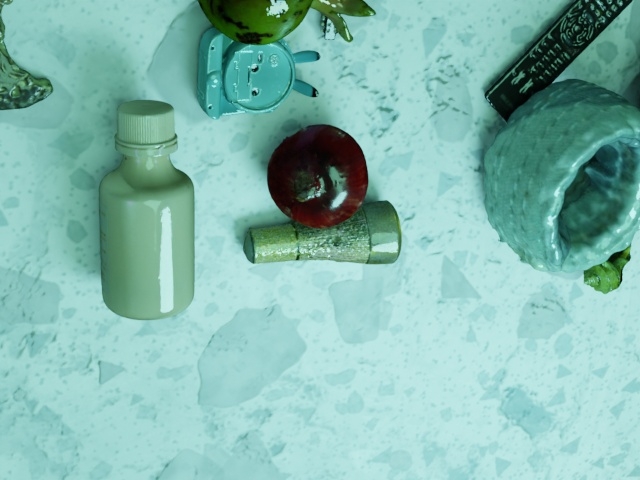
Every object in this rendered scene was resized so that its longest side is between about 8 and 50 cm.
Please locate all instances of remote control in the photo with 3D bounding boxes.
[{"bbox_3d":[0.315,-0.260,1.534,0.245,0.025,0.063,-45,120,3],"label":"remote control"}]

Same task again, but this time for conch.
[{"bbox_3d":[0.413,0.024,1.668,0.121,0.074,0.089,-38,147,-28],"label":"conch"}]

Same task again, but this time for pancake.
[{"bbox_3d":[-0.368,-0.236,1.279,0.184,0.020,0.191,15,107,-26],"label":"pancake"}]

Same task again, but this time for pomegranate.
[{"bbox_3d":[-0.039,-0.288,1.302,0.220,0.156,0.156,16,106,-12],"label":"pomegranate"}]

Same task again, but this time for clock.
[{"bbox_3d":[-0.073,-0.201,1.396,0.147,0.045,0.108,-5,115,-20],"label":"clock"}]

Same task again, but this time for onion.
[{"bbox_3d":[-0.004,-0.078,1.435,0.131,0.131,0.131,-8,115,-18],"label":"onion"}]

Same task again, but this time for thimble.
[{"bbox_3d":[0.331,-0.077,1.524,0.204,0.172,0.250,21,108,-35],"label":"thimble"}]

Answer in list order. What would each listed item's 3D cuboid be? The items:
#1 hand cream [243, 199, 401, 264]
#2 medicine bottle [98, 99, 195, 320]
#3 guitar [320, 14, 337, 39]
[{"bbox_3d":[0.000,0.000,1.502,0.203,0.084,0.084,-7,115,-11],"label":"hand cream"},{"bbox_3d":[-0.205,-0.038,1.376,0.114,0.114,0.252,-6,114,-19],"label":"medicine bottle"},{"bbox_3d":[0.024,-0.353,1.378,0.088,0.025,0.233,-2,114,-20],"label":"guitar"}]
